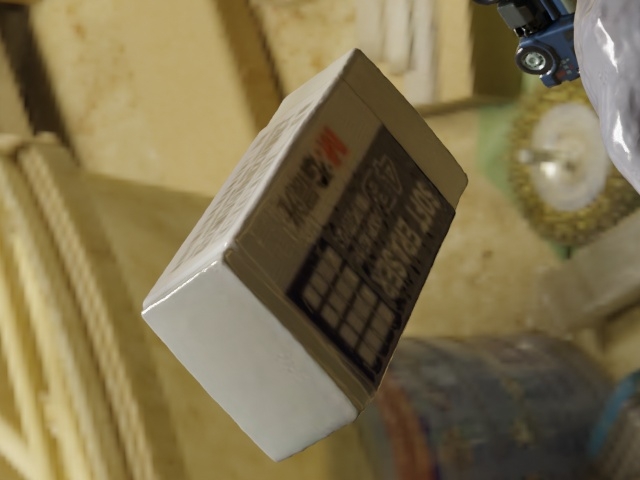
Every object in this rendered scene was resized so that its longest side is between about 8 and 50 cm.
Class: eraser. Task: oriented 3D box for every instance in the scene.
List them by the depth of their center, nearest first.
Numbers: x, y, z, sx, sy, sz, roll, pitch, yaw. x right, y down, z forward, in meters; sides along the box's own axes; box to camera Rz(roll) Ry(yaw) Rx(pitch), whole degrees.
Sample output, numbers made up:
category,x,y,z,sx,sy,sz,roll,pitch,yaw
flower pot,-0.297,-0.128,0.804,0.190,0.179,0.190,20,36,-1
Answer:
category,x,y,z,sx,sy,sz,roll,pitch,yaw
eraser,0.000,0.000,1.094,0.081,0.279,0.124,-35,104,31

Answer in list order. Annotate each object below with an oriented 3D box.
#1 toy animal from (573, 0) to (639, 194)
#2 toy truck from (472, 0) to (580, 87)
category,x,y,z,sx,sy,sz,roll,pitch,yaw
toy animal,0.145,-0.085,0.768,0.324,0.195,0.090,65,151,10
toy truck,0.158,-0.212,1.366,0.088,0.201,0.074,-17,38,31
